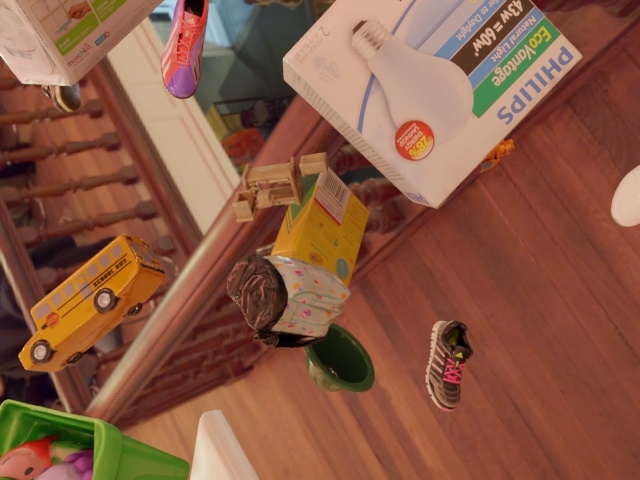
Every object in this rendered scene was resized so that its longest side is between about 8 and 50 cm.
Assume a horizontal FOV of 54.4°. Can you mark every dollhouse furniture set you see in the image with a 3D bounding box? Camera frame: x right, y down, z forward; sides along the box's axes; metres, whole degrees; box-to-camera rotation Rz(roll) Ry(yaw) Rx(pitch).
[{"bbox_3d":[-0.072,-0.090,1.315,0.182,0.161,0.101,-7,127,13],"label":"dollhouse furniture set"}]

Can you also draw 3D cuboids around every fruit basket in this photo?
[{"bbox_3d":[-0.415,0.358,0.810,0.392,0.392,0.283,-14,61,51],"label":"fruit basket"}]

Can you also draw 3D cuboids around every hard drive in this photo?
[{"bbox_3d":[-0.128,0.485,1.020,0.353,0.047,0.233,44,130,46],"label":"hard drive"}]

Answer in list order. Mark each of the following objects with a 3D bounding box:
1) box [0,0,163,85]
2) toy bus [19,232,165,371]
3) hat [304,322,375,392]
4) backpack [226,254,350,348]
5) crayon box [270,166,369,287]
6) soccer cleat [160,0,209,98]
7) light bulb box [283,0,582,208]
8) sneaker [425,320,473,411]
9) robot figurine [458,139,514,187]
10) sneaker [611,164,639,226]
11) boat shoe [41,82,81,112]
[{"bbox_3d":[-0.357,-0.385,0.857,0.127,0.262,0.231,9,143,31],"label":"box"},{"bbox_3d":[-0.494,0.140,1.329,0.333,0.108,0.130,-38,69,6],"label":"toy bus"},{"bbox_3d":[-0.008,0.279,1.246,0.183,0.208,0.173,-48,50,25],"label":"hat"},{"bbox_3d":[-0.042,0.094,0.994,0.115,0.182,0.152,-52,45,20],"label":"backpack"},{"bbox_3d":[0.000,0.000,1.494,0.081,0.318,0.202,-13,135,38],"label":"crayon box"},{"bbox_3d":[-0.357,-0.537,1.660,0.116,0.109,0.318,154,125,-69],"label":"soccer cleat"},{"bbox_3d":[0.181,-0.306,1.111,0.361,0.358,0.225,43,-176,-7],"label":"light bulb box"},{"bbox_3d":[0.236,0.219,1.125,0.075,0.063,0.170,134,148,-58],"label":"sneaker"},{"bbox_3d":[0.316,-0.231,1.388,0.085,0.291,0.211,-13,97,47],"label":"robot figurine"},{"bbox_3d":[0.383,-0.071,0.679,0.054,0.061,0.152,42,113,-2],"label":"sneaker"},{"bbox_3d":[-0.627,-0.367,1.495,0.080,0.073,0.223,59,-173,-47],"label":"boat shoe"}]
